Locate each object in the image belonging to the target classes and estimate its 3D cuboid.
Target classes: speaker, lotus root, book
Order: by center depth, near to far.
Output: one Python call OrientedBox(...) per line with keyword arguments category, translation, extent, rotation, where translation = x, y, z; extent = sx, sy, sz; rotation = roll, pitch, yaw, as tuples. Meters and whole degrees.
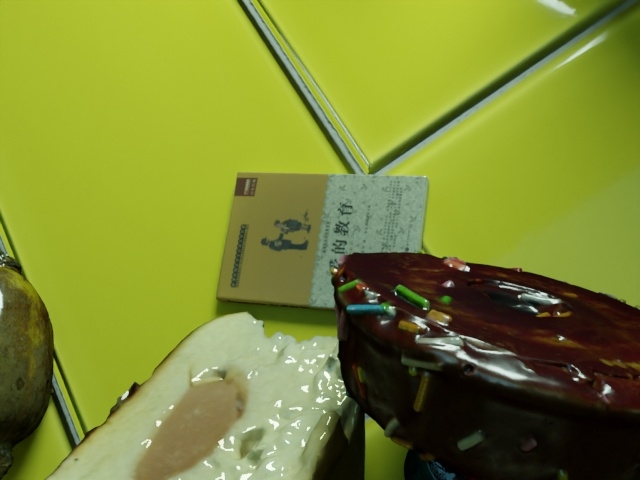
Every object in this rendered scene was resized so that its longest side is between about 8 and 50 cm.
OrientedBox(category="speaker", translation=(0.104, 0.143, 0.527), extent=(0.094, 0.075, 0.060), rotation=(-37, 72, -21))
OrientedBox(category="book", translation=(0.000, 0.000, 0.639), extent=(0.172, 0.012, 0.118), rotation=(3, 74, 20))
OrientedBox(category="lotus root", translation=(-0.293, 0.110, 0.655), extent=(0.120, 0.120, 0.209), rotation=(-12, 70, 16))

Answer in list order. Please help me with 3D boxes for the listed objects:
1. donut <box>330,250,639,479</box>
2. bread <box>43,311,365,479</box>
OrientedBox(category="donut", translation=(0.115, 0.074, 0.472), extent=(0.235, 0.235, 0.089), rotation=(17, 104, 23))
OrientedBox(category="bread", translation=(-0.079, 0.154, 0.511), extent=(0.184, 0.211, 0.224), rotation=(7, 82, 28))
